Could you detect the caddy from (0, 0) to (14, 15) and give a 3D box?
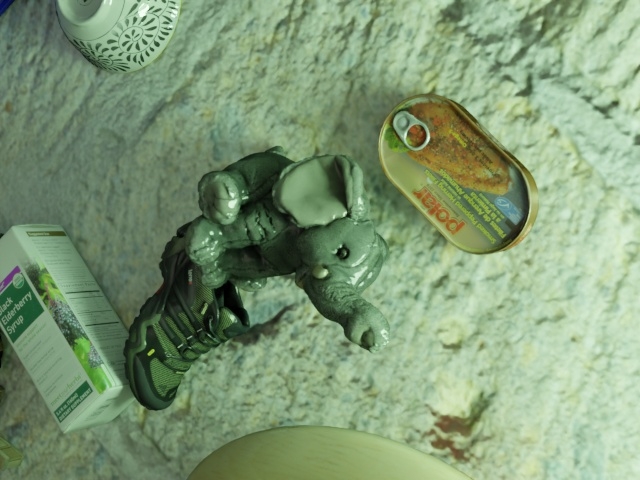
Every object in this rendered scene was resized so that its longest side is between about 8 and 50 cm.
[{"bbox_3d":[-0.476,-0.362,1.512,0.341,0.241,0.179,-40,80,23],"label":"caddy"}]

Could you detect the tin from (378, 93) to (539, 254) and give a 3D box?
[{"bbox_3d":[0.139,-0.066,1.283,0.106,0.040,0.190,-48,69,17],"label":"tin"}]

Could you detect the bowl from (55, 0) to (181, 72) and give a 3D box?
[{"bbox_3d":[-0.253,-0.283,1.477,0.170,0.080,0.170,0,91,29],"label":"bowl"}]

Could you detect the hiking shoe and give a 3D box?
[{"bbox_3d":[-0.141,0.095,1.414,0.114,0.086,0.227,24,102,31],"label":"hiking shoe"}]

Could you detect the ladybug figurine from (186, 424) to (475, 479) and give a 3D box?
[{"bbox_3d":[0.049,0.336,1.266,0.449,0.162,0.305,18,100,28],"label":"ladybug figurine"}]

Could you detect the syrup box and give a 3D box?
[{"bbox_3d":[-0.307,0.100,1.504,0.093,0.096,0.237,-42,72,23],"label":"syrup box"}]

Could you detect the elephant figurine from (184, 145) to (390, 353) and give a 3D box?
[{"bbox_3d":[0.000,0.000,1.285,0.239,0.169,0.186,11,91,25],"label":"elephant figurine"}]

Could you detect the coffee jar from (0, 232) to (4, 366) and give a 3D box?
[{"bbox_3d":[-0.444,0.079,1.590,0.096,0.079,0.184,4,92,26],"label":"coffee jar"}]

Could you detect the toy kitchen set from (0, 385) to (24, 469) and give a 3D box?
[{"bbox_3d":[-0.413,0.235,1.581,0.083,0.068,0.075,33,106,25],"label":"toy kitchen set"}]
